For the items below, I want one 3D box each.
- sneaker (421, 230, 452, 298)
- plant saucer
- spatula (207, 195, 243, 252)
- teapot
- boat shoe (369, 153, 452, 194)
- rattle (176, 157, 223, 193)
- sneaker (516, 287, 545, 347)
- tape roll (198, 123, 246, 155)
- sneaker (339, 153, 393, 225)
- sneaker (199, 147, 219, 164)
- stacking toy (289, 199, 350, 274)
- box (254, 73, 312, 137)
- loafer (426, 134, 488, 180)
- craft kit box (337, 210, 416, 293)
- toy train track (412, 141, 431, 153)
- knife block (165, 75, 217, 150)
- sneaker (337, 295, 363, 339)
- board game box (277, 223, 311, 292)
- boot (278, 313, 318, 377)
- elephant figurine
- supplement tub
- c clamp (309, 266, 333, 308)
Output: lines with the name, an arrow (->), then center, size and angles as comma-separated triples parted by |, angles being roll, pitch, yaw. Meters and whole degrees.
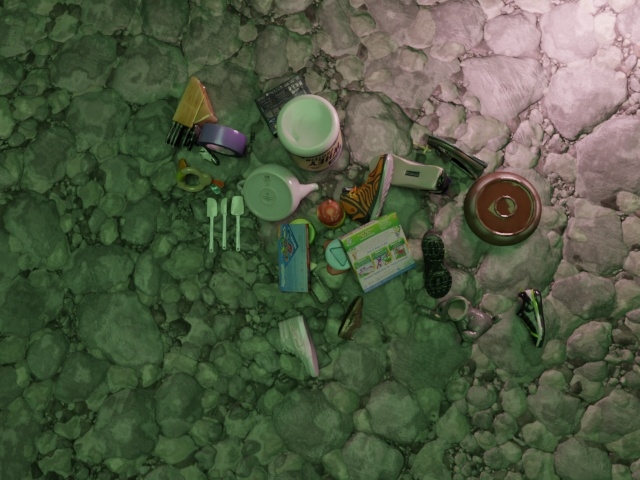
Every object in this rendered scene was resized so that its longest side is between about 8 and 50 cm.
sneaker -> 0.465, 0.093, 1.806 | 0.108, 0.130, 0.287 | -5, 107, 12
plant saucer -> 0.746, -0.133, 1.826 | 0.310, 0.050, 0.311 | -1, 85, 7
spatula -> -0.413, -0.070, 1.949 | 0.168, 0.019, 0.242 | -1, 85, 5
teapot -> -0.191, -0.212, 1.863 | 0.256, 0.187, 0.252 | 45, 118, -9
boat shoe -> 0.372, -0.260, 1.847 | 0.340, 0.158, 0.127 | 24, 94, 35
rattle -> -0.524, -0.283, 1.973 | 0.199, 0.143, 0.130 | -1, 117, -9
sneaker -> 0.829, 0.304, 1.778 | 0.097, 0.084, 0.235 | -7, 83, 29
tape roll -> -0.412, -0.419, 1.893 | 0.188, 0.189, 0.080 | 13, 87, 7
sneaker -> 0.174, -0.208, 1.797 | 0.180, 0.124, 0.321 | 21, 119, 15
sneaker -> -0.489, -0.366, 1.976 | 0.109, 0.040, 0.044 | 46, 107, 11
stacking toy -> 0.000, 0.000, 1.846 | 0.279, 0.130, 0.309 | -19, 83, 3
box -> -0.142, -0.582, 1.945 | 0.232, 0.059, 0.184 | -30, 83, 2
loafer -> 0.550, -0.340, 1.843 | 0.267, 0.096, 0.084 | 28, 97, 4
craft kit box -> 0.227, 0.047, 1.790 | 0.249, 0.061, 0.247 | -26, 109, -9
toy train track -> 0.429, -0.395, 1.897 | 0.083, 0.014, 0.048 | 29, 96, 13
knife block -> -0.591, -0.543, 1.971 | 0.242, 0.088, 0.276 | -22, 84, 3
sneaker -> 0.140, 0.320, 1.847 | 0.071, 0.066, 0.189 | 27, 93, -9
board game box -> -0.110, 0.072, 1.861 | 0.145, 0.027, 0.282 | -1, 91, 30
boot -> -0.094, 0.442, 1.845 | 0.123, 0.095, 0.259 | -18, 75, 10
elephant figurine -> 0.537, 0.288, 1.766 | 0.186, 0.169, 0.239 | -27, 65, -26
supplement tub -> -0.035, -0.411, 1.786 | 0.235, 0.325, 0.236 | -1, 85, 6
c clamp -> -0.001, 0.202, 1.849 | 0.137, 0.022, 0.161 | -26, 93, 33
